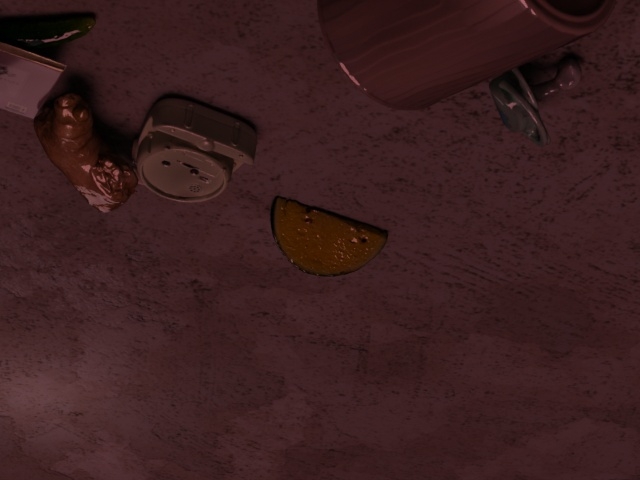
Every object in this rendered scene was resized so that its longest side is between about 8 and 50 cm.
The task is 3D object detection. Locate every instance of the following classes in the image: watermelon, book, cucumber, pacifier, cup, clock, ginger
[{"bbox_3d":[-0.002,0.010,2.258,0.181,0.075,0.092,20,139,-18],"label":"watermelon"},{"bbox_3d":[-0.412,-0.212,2.004,0.127,0.014,0.182,18,158,-17],"label":"book"},{"bbox_3d":[-0.363,-0.261,1.943,0.168,0.039,0.039,-4,145,9],"label":"cucumber"},{"bbox_3d":[0.276,-0.187,1.925,0.117,0.126,0.150,-27,133,2],"label":"pacifier"},{"bbox_3d":[0.184,-0.268,1.686,0.288,0.208,0.273,17,156,-36],"label":"cup"},{"bbox_3d":[-0.185,-0.111,2.117,0.151,0.062,0.191,19,144,-20],"label":"clock"},{"bbox_3d":[-0.331,-0.126,2.090,0.137,0.074,0.213,10,150,32],"label":"ginger"}]
